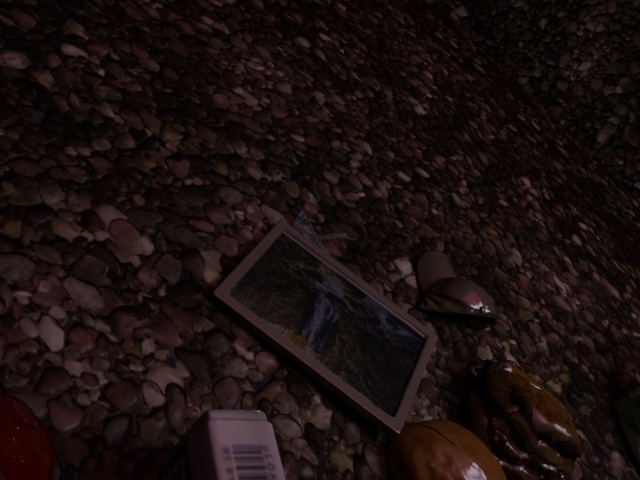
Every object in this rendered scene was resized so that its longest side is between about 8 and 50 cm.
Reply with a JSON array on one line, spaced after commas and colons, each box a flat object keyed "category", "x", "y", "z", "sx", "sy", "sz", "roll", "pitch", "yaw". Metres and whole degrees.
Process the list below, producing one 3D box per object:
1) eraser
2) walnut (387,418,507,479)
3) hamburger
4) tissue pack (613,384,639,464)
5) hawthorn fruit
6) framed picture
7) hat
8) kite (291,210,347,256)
[{"category": "eraser", "x": -0.078, "y": 0.312, "z": 0.659, "sx": 0.081, "sy": 0.124, "sz": 0.279, "roll": 12, "pitch": 43, "yaw": -35}, {"category": "walnut", "x": 0.195, "y": 0.321, "z": 0.953, "sx": 0.211, "sy": 0.087, "sz": 0.167, "roll": 47, "pitch": 32, "yaw": 8}, {"category": "hamburger", "x": 0.325, "y": 0.281, "z": 1.093, "sx": 0.183, "sy": 0.130, "sz": 0.206, "roll": 39, "pitch": 31, "yaw": -8}, {"category": "tissue pack", "x": 0.777, "y": 0.321, "z": 1.291, "sx": 0.266, "sy": 0.356, "sz": 0.194, "roll": 28, "pitch": 33, "yaw": -18}, {"category": "hawthorn fruit", "x": -0.284, "y": 0.201, "z": 0.552, "sx": 0.148, "sy": 0.148, "sz": 0.172, "roll": 12, "pitch": 26, "yaw": -36}, {"category": "framed picture", "x": 0.018, "y": 0.118, "z": 1.044, "sx": 0.324, "sy": 0.020, "sz": 0.240, "roll": 38, "pitch": 36, "yaw": 2}, {"category": "hat", "x": 0.245, "y": 0.077, "z": 1.277, "sx": 0.147, "sy": 0.085, "sz": 0.175, "roll": 17, "pitch": 42, "yaw": -30}, {"category": "kite", "x": 0.000, "y": 0.000, "z": 1.194, "sx": 0.152, "sy": 0.005, "sz": 0.137, "roll": 2, "pitch": 49, "yaw": -43}]
